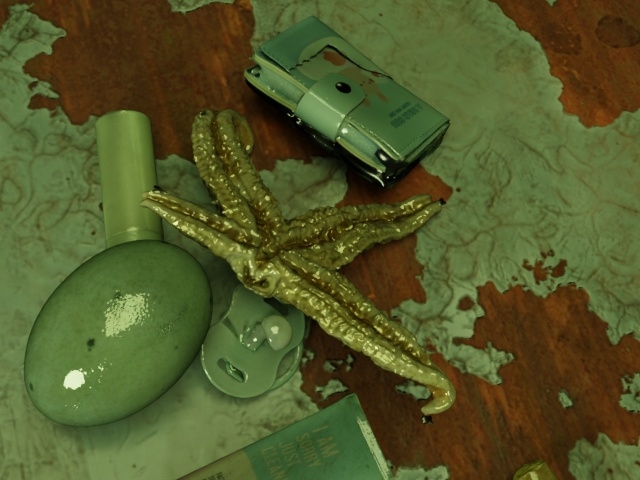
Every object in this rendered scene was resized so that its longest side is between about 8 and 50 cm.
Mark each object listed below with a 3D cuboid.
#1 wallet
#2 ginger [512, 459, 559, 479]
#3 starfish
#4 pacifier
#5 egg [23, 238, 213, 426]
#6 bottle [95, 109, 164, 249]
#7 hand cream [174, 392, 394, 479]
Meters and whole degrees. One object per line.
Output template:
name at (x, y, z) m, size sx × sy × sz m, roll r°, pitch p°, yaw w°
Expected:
wallet at (0.038, -0.187, 1.198) m, size 0.250 × 0.075 × 0.176 m, roll 38°, pitch 42°, yaw 9°
ginger at (0.209, 0.384, 1.001) m, size 0.118 × 0.065 × 0.299 m, roll 28°, pitch 68°, yaw -9°
starfish at (0.000, 0.000, 1.097) m, size 0.432 × 0.082 × 0.324 m, roll 28°, pitch 39°, yaw 2°
pacifier at (-0.064, 0.116, 1.057) m, size 0.127 × 0.116 × 0.150 m, roll 48°, pitch 64°, yaw -14°
egg at (-0.224, 0.103, 1.007) m, size 0.236 × 0.169 × 0.169 m, roll -43°, pitch 78°, yaw -6°
bottle at (-0.238, -0.060, 1.130) m, size 0.072 × 0.072 × 0.202 m, roll -6°, pitch 69°, yaw -9°
hand cream at (-0.072, 0.276, 1.014) m, size 0.312 × 0.070 × 0.111 m, roll -20°, pitch 68°, yaw -19°
